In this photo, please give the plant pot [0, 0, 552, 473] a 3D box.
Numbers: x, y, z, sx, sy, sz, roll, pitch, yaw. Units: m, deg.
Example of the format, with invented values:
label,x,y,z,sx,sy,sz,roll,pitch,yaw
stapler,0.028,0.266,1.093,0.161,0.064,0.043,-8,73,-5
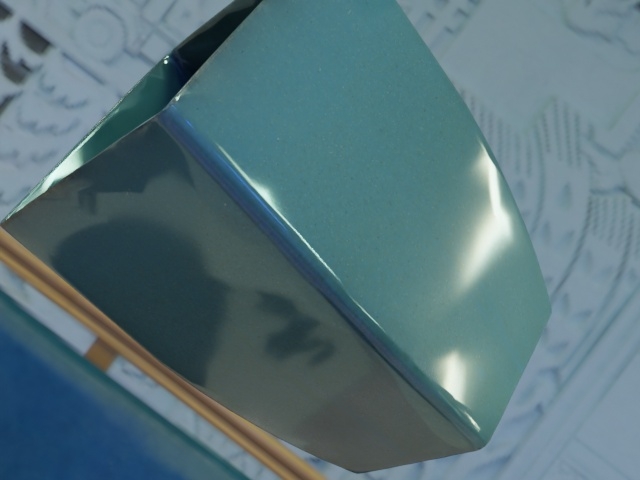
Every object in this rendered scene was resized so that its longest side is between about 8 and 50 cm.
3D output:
label,x,y,z,sx,sy,sz,roll,pitch,yaw
plant pot,0.000,0.000,0.599,0.234,0.165,0.165,47,-40,-15
